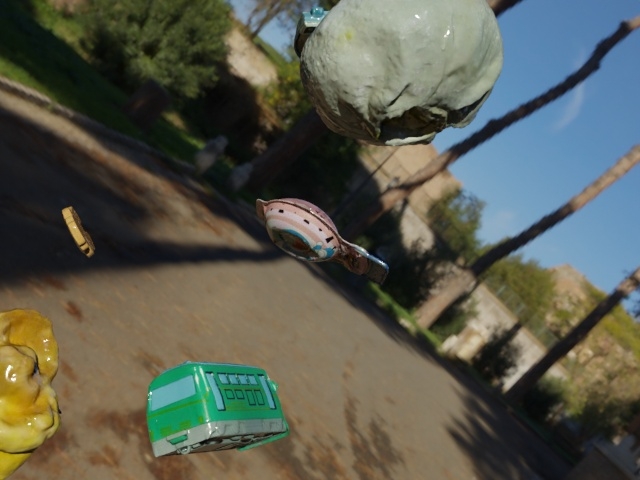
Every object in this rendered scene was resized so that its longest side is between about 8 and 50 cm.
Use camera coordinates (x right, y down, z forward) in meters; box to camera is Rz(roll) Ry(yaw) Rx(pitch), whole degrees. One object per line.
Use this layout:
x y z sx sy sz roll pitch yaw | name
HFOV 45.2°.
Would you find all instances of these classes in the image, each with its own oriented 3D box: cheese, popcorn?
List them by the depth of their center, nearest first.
-0.558 0.266 1.321 0.297 0.316 0.281 18 -9 33 | popcorn
0.000 0.000 1.467 0.286 0.074 0.189 29 -24 8 | cheese

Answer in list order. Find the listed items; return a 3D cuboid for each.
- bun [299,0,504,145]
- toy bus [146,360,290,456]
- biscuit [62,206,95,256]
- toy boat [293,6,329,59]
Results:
0.145 -0.283 1.315 0.362 0.361 0.211 43 30 -67 | bun
-0.237 0.386 1.777 0.343 0.183 0.199 22 48 -59 | toy bus
-0.654 -0.022 2.079 0.144 0.040 0.236 58 -8 -11 | biscuit
-0.020 -0.505 1.970 0.215 0.088 0.102 132 -47 -73 | toy boat
